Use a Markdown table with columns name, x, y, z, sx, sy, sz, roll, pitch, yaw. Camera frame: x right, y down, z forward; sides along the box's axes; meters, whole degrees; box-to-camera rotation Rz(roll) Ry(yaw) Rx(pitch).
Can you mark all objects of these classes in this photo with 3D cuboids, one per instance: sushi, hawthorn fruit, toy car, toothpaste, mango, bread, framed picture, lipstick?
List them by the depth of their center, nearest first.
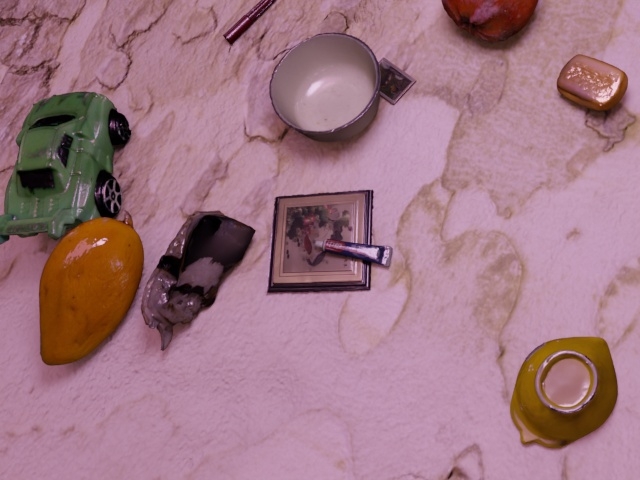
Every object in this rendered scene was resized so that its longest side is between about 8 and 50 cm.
| name | x | y | z | sx | sy | sz | roll | pitch | yaw |
| --- | --- | --- | --- | --- | --- | --- | --- | --- | --- |
| bread | 0.469 | -0.268 | 1.286 | 0.115 | 0.056 | 0.082 | 32 | 94 | 33 |
| toothpaste | 0.057 | 0.017 | 1.324 | 0.140 | 0.021 | 0.037 | 10 | 75 | 13 |
| hawthorn fruit | 0.310 | -0.452 | 1.342 | 0.173 | 0.173 | 0.172 | -6 | 70 | 16 |
| framed picture | 0.000 | 0.000 | 1.364 | 0.200 | 0.010 | 0.195 | -3 | 71 | 16 |
| sushi | -0.250 | 0.062 | 1.375 | 0.109 | 0.134 | 0.272 | 34 | 99 | 38 |
| mango | -0.428 | 0.088 | 1.380 | 0.119 | 0.177 | 0.316 | 24 | 93 | 50 |
| framed picture | 0.131 | -0.307 | 1.432 | 0.066 | 0.006 | 0.089 | -47 | 65 | -2 |
| toy car | -0.521 | -0.143 | 1.487 | 0.214 | 0.176 | 0.358 | -3 | 70 | 15 |
| lipstick | -0.133 | -0.481 | 1.567 | 0.176 | 0.027 | 0.027 | -44 | 65 | -3 |

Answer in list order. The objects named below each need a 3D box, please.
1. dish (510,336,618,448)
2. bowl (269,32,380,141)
| name | x | y | z | sx | sy | sz | roll | pitch | yaw |
| --- | --- | --- | --- | --- | --- | --- | --- | --- | --- |
| dish | 0.369 | 0.223 | 1.134 | 0.149 | 0.080 | 0.207 | 34 | 83 | 25 |
| bowl | 0.021 | -0.272 | 1.397 | 0.212 | 0.112 | 0.211 | -5 | 71 | 16 |
